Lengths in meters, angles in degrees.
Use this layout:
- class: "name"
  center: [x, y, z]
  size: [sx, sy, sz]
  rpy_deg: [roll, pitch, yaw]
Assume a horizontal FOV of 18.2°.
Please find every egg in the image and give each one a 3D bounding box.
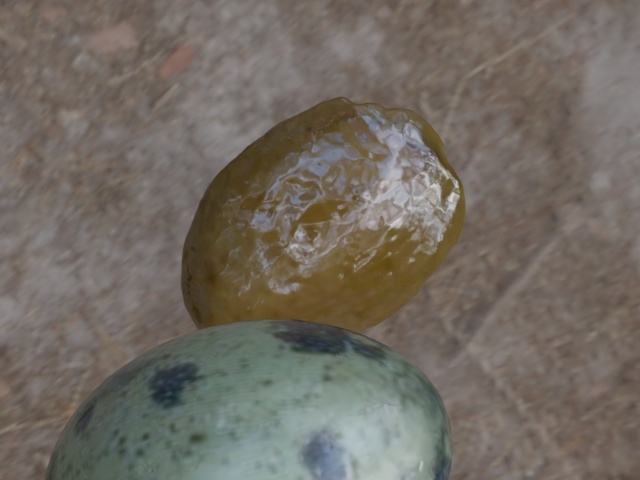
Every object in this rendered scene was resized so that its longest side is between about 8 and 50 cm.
- class: "egg"
  center: [-0.029, 0.102, 0.826]
  size: [0.141, 0.181, 0.141]
  rpy_deg: [52, 21, -28]

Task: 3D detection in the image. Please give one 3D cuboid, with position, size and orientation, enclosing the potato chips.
- class: "potato chips"
  center: [0.000, 0.000, 1.283]
  size: [0.201, 0.049, 0.150]
  rpy_deg: [-35, 112, 5]
